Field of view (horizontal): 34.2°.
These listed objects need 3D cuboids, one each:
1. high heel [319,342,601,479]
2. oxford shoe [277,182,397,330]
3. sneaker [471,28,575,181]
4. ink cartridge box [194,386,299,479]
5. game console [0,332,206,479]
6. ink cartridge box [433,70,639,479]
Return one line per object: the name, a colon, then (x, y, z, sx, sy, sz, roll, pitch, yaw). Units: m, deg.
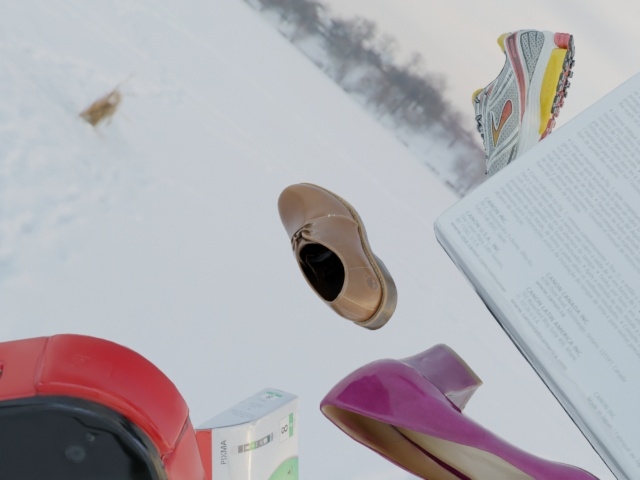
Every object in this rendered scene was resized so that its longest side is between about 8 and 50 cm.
high heel: (0.165, 0.266, 1.059, 0.181, 0.127, 0.377, -17, 48, -37)
oxford shoe: (0.000, 0.000, 1.031, 0.076, 0.076, 0.212, 22, 21, -38)
sneaker: (0.204, -0.120, 1.128, 0.092, 0.225, 0.088, 16, -2, 19)
ink cartridge box: (-0.102, 0.285, 1.166, 0.056, 0.181, 0.224, 9, 16, 28)
game console: (-0.245, 0.228, 0.632, 0.060, 0.386, 0.342, -89, 170, -62)
ink cartridge box: (0.160, -0.002, 0.437, 0.145, 0.179, 0.045, 55, -1, 24)
